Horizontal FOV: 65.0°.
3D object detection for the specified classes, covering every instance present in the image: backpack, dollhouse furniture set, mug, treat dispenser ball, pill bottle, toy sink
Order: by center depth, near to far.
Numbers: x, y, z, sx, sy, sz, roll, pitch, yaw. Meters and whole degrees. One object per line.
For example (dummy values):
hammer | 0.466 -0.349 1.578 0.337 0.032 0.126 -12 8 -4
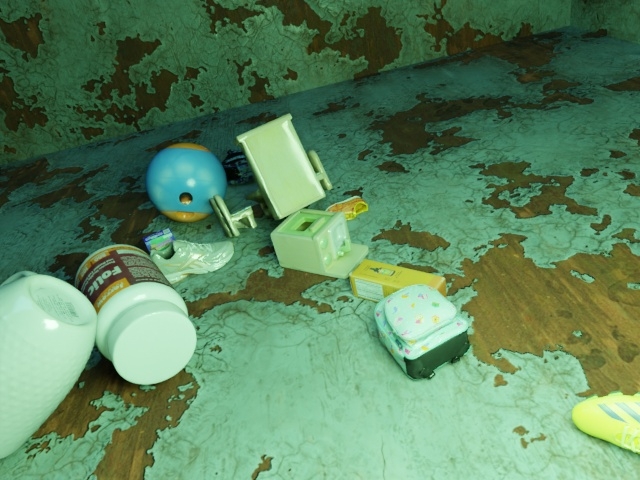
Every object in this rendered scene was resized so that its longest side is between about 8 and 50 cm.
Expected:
backpack | 0.206 0.180 1.084 0.165 0.145 0.188 -28 31 -12
mug | -0.674 0.220 1.101 0.328 0.276 0.374 -47 47 5
pill bottle | -0.473 0.177 1.272 0.224 0.224 0.392 -29 34 -23
toy sink | 0.000 0.000 1.453 0.234 0.131 0.153 10 39 33
dollhouse furniture set | -0.166 -0.205 1.584 0.362 0.257 0.394 -28 9 -16
treat dispenser ball | -0.485 -0.210 1.825 0.287 0.288 0.288 -10 32 6
backpack | -0.310 -0.310 2.075 0.173 0.117 0.158 -7 32 12

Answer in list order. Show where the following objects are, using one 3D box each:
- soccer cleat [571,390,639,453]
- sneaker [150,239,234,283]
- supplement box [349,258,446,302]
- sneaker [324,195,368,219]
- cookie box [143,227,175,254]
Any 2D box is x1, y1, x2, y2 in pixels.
soccer cleat | 0.548 0.319 0.779 0.289 0.094 0.121 6 44 30
sneaker | -0.398 0.042 1.553 0.262 0.121 0.099 -21 33 -11
supplement box | 0.190 0.116 1.251 0.233 0.080 0.078 14 41 35
sneaker | 0.078 -0.092 1.637 0.175 0.064 0.067 -29 44 -17
cookie box | -0.511 0.026 1.636 0.091 0.107 0.040 -24 34 -15
